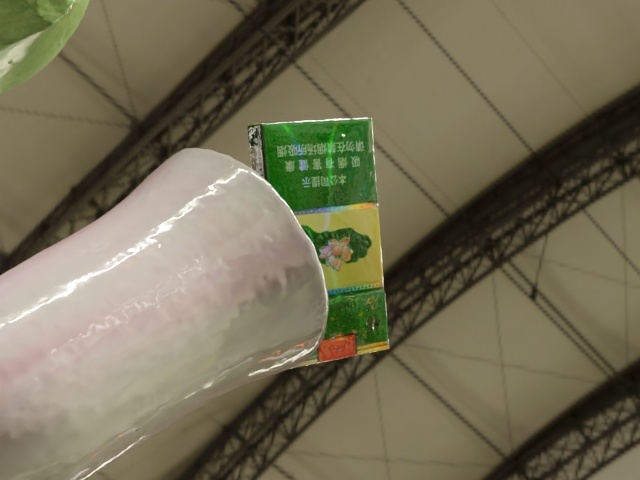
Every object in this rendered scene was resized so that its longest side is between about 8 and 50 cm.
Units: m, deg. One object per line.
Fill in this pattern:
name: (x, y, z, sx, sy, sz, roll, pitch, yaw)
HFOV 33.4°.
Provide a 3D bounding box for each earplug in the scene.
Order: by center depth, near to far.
earplug: (-0.157, 0.079, 0.664, 0.172, 0.301, 0.172, 27, -46, 32)

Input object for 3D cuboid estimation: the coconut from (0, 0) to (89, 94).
coconut: (-0.371, -0.299, 1.094, 0.328, 0.329, 0.281, -11, -7, 24)

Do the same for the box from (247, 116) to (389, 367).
box: (0.000, 0.000, 1.042, 0.132, 0.235, 0.034, -6, 5, -33)
